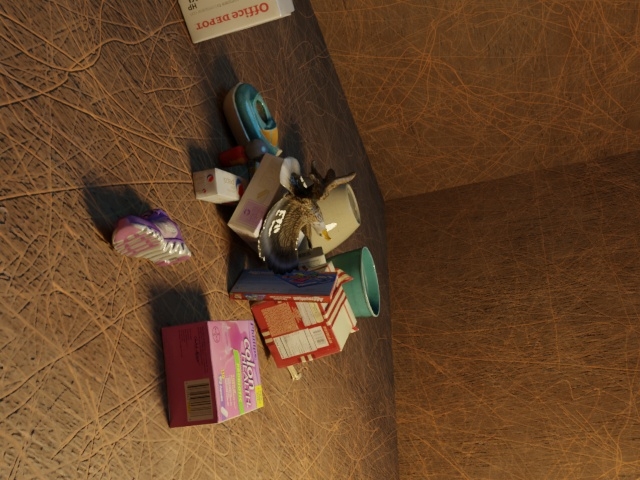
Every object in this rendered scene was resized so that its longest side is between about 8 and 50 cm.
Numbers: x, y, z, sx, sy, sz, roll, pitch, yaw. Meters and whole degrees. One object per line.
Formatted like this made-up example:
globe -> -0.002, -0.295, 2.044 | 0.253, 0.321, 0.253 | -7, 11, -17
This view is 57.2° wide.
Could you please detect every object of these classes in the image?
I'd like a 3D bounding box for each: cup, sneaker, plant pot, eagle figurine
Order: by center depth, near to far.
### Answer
sneaker -> -0.354, -0.020, 1.211 | 0.236, 0.095, 0.105 | 45, 30, -72
eagle figurine -> -0.052, -0.066, 1.645 | 0.226, 0.298, 0.225 | 11, 50, -30
cup -> 0.016, -0.106, 2.232 | 0.331, 0.236, 0.331 | -17, 90, -76
plant pot -> 0.074, 0.176, 2.271 | 0.271, 0.255, 0.272 | -10, 90, -75

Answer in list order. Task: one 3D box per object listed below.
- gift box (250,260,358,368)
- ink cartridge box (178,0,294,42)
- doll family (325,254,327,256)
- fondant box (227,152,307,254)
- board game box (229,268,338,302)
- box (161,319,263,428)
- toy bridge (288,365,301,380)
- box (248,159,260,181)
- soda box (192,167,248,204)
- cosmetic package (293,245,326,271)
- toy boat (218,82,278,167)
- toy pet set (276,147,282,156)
gift box -> -0.023, 0.227, 1.826 | 0.258, 0.276, 0.255 | -51, 125, -69
ink cartridge box -> -0.271, -0.785, 1.622 | 0.166, 0.285, 0.395 | -66, 142, -61
doll family -> 0.000, 0.000, 2.479 | 0.111, 0.076, 0.193 | -58, 131, -61
fondant box -> -0.131, -0.078, 1.770 | 0.238, 0.096, 0.330 | -64, 158, -12
board game box -> -0.099, 0.126, 1.644 | 0.145, 0.281, 0.027 | -67, 156, -63
box -> -0.240, 0.295, 1.338 | 0.243, 0.117, 0.214 | 25, 56, -72
toy bridge -> -0.103, 0.372, 1.940 | 0.063, 0.026, 0.188 | -27, 105, -73
box -> -0.203, -0.214, 1.973 | 0.136, 0.028, 0.081 | 35, 46, -72
soda box -> -0.268, -0.143, 1.617 | 0.216, 0.069, 0.074 | 8, 73, -73
cosmetic package -> -0.028, 0.194, 2.045 | 0.113, 0.160, 0.310 | -104, 180, -73
toy boat -> -0.205, -0.328, 1.797 | 0.318, 0.148, 0.267 | -79, 150, -50
toy pet set -> -0.193, -0.327, 2.065 | 0.114, 0.065, 0.122 | 45, 11, 6
